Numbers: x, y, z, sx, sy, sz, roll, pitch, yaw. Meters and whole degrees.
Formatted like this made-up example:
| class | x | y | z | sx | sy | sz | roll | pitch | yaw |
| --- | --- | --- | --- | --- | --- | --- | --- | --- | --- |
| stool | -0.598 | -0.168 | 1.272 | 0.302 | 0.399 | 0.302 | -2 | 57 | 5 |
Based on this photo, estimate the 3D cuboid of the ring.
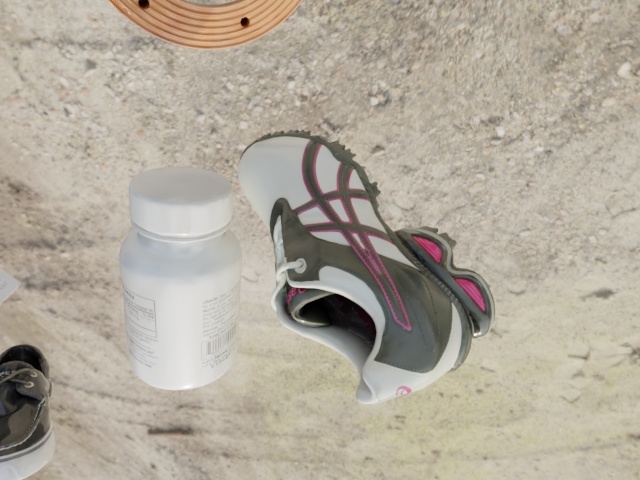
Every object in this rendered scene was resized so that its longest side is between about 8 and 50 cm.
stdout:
| class | x | y | z | sx | sy | sz | roll | pitch | yaw |
| --- | --- | --- | --- | --- | --- | --- | --- | --- | --- |
| ring | -0.136 | -0.404 | 0.558 | 0.336 | 0.032 | 0.337 | -19 | 141 | -16 |

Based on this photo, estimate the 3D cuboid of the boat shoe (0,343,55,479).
| class | x | y | z | sx | sy | sz | roll | pitch | yaw |
| --- | --- | --- | --- | --- | --- | --- | --- | --- | --- |
| boat shoe | -0.303 | 0.155 | 0.455 | 0.228 | 0.080 | 0.076 | -172 | 81 | -65 |

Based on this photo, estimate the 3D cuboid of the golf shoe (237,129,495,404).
| class | x | y | z | sx | sy | sz | roll | pitch | yaw |
| --- | --- | --- | --- | --- | --- | --- | --- | --- | --- |
| golf shoe | 0.000 | 0.000 | 0.363 | 0.272 | 0.120 | 0.105 | 41 | 138 | 31 |

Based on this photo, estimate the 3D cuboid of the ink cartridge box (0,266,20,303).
| class | x | y | z | sx | sy | sz | roll | pitch | yaw |
| --- | --- | --- | --- | --- | --- | --- | --- | --- | --- |
| ink cartridge box | -0.472 | 0.032 | 0.453 | 0.100 | 0.172 | 0.237 | -17 | 122 | 40 |

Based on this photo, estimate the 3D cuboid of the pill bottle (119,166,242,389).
| class | x | y | z | sx | sy | sz | roll | pitch | yaw |
| --- | --- | --- | --- | --- | --- | --- | --- | --- | --- |
| pill bottle | -0.155 | 0.042 | 0.521 | 0.131 | 0.131 | 0.230 | 14 | 119 | 11 |
